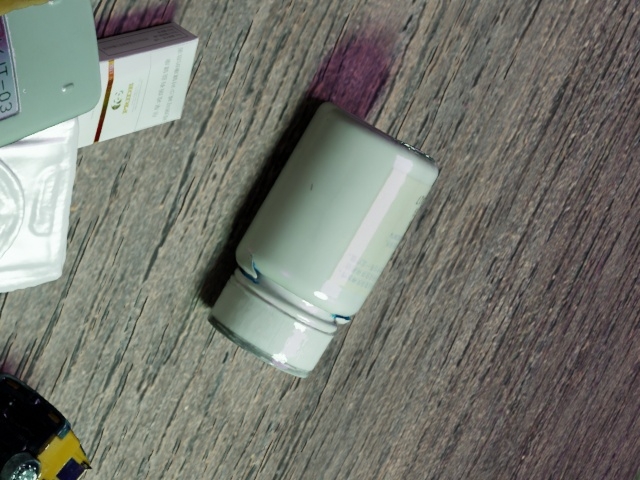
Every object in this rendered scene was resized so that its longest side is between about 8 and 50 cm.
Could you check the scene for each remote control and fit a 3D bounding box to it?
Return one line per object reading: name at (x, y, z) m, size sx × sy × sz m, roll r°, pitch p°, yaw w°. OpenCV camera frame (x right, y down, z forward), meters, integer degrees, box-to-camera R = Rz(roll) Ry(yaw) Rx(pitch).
remote control at (-0.289, -0.121, 1.456) m, size 0.296 × 0.056 × 0.140 m, roll -27°, pitch 118°, yaw -42°

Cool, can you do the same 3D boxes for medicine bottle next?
medicine bottle at (0.000, 0.000, 1.952) m, size 0.258 × 0.143 × 0.143 m, roll -60°, pitch 151°, yaw 3°

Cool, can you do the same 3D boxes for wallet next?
wallet at (-0.263, -0.028, 1.608) m, size 0.124 × 0.032 × 0.183 m, roll -9°, pitch 129°, yaw -28°

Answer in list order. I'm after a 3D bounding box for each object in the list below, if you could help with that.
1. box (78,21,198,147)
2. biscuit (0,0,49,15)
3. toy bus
box at (-0.176, -0.132, 1.662) m, size 0.154 × 0.040 × 0.084 m, roll -20°, pitch 137°, yaw -46°
biscuit at (-0.250, -0.256, 1.382) m, size 0.325 × 0.044 × 0.217 m, roll -24°, pitch 124°, yaw -45°
toy bus at (-0.307, 0.233, 1.760) m, size 0.201 × 0.098 × 0.114 m, roll -50°, pitch 151°, yaw -12°
